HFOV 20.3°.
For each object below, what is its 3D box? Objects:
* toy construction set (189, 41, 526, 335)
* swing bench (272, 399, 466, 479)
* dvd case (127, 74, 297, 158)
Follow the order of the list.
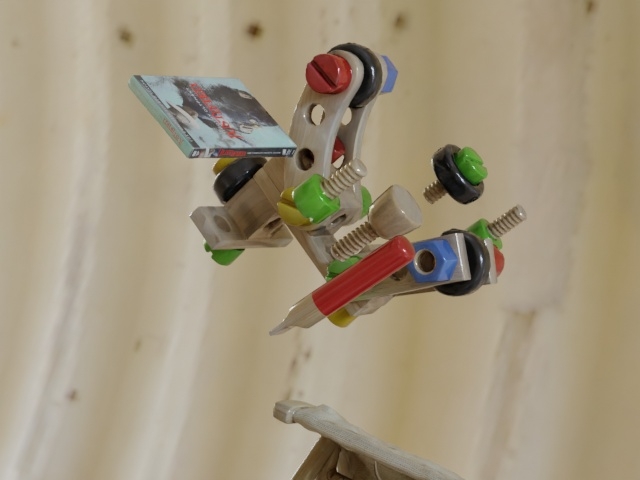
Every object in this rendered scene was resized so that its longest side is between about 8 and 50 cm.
[{"bbox_3d":[0.000,0.000,1.557,0.257,0.237,0.309,51,23,-9],"label":"toy construction set"},{"bbox_3d":[0.054,0.298,1.509,0.253,0.255,0.165,22,-2,40],"label":"swing bench"},{"bbox_3d":[-0.082,-0.096,1.383,0.119,0.013,0.087,-5,47,-48],"label":"dvd case"}]
